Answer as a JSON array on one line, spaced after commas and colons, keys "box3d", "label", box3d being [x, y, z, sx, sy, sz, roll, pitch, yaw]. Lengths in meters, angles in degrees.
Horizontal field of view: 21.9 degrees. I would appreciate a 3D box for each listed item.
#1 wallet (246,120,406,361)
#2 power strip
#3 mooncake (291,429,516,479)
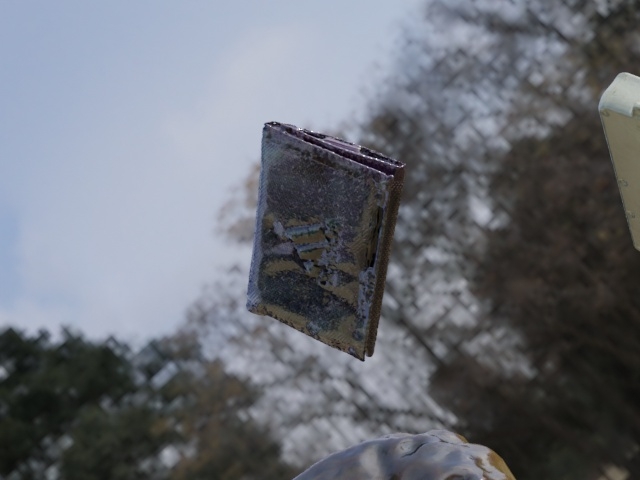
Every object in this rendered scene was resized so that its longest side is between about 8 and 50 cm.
[{"box3d": [0.001, 0.000, 1.196, 0.030, 0.111, 0.166, -37, -36, -49], "label": "wallet"}, {"box3d": [0.344, -0.054, 1.605, 0.046, 0.118, 0.270, -52, -37, -21], "label": "power strip"}, {"box3d": [0.064, 0.293, 1.392, 0.290, 0.161, 0.290, -24, 33, 17], "label": "mooncake"}]
